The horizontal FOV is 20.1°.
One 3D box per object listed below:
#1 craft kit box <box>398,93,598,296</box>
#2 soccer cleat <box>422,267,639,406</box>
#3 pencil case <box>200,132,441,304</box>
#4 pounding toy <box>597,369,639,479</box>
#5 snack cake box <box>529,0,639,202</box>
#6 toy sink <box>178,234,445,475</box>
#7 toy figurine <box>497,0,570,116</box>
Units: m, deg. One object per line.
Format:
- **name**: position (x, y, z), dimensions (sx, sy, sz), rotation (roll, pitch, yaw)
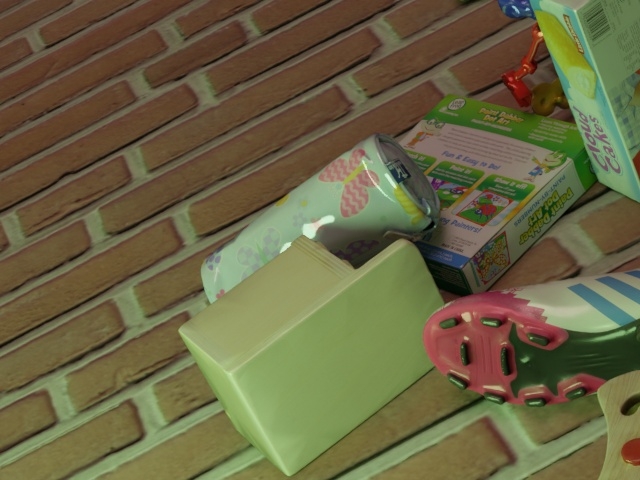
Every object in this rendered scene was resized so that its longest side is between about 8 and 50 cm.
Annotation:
- **craft kit box**: position (0.160, -0.056, 2.050), dimensions (0.246, 0.061, 0.250), rotation (-45, 38, -21)
- **soccer cleat**: position (0.267, 0.087, 1.754), dimensions (0.331, 0.116, 0.143), rotation (-1, 25, 29)
- **pencil case**: position (0.000, 0.000, 1.968), dimensions (0.273, 0.124, 0.113), rotation (-35, -4, 18)
- **pounding toy**: position (0.287, 0.172, 1.563), dimensions (0.154, 0.155, 0.269), rotation (16, 52, 40)
- **snack cake box**: position (0.339, -0.189, 1.914), dimensions (0.152, 0.264, 0.089), rotation (-36, 35, -14)
- **toy sink**: position (-0.001, 0.097, 1.864), dimensions (0.234, 0.153, 0.131), rotation (-37, 35, -13)
- **toy figurine**: position (0.329, -0.330, 2.109), dimensions (0.362, 0.191, 0.217), rotation (-27, 59, -12)
